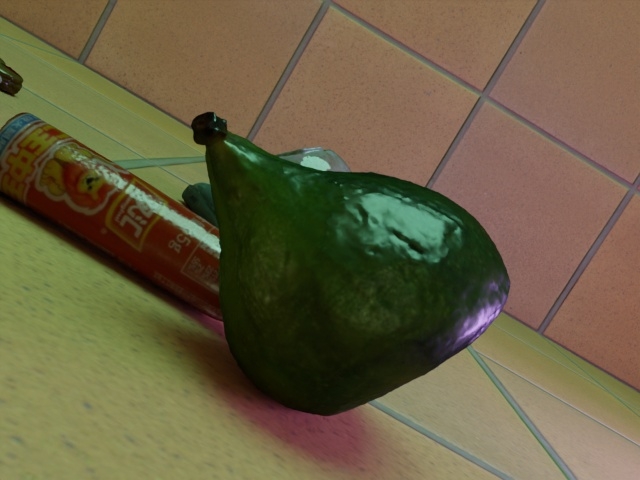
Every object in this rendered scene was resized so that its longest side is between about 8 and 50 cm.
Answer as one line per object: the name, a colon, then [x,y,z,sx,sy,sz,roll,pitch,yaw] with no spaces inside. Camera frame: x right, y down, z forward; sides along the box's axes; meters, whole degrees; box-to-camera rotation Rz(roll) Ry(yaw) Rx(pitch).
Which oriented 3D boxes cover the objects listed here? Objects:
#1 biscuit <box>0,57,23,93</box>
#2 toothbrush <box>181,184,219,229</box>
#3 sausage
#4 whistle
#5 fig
biscuit: [-0.543,-0.283,1.058,0.197,0.049,0.301,31,5,-18]
toothbrush: [-0.139,-0.020,0.942,0.031,0.030,0.297,15,14,-31]
sausage: [-0.153,-0.010,0.601,0.274,0.074,0.074,32,6,0]
whistle: [-0.072,-0.044,1.041,0.189,0.189,0.348,26,-14,-39]
fig: [0.000,0.000,0.519,0.235,0.203,0.203,53,6,-1]
